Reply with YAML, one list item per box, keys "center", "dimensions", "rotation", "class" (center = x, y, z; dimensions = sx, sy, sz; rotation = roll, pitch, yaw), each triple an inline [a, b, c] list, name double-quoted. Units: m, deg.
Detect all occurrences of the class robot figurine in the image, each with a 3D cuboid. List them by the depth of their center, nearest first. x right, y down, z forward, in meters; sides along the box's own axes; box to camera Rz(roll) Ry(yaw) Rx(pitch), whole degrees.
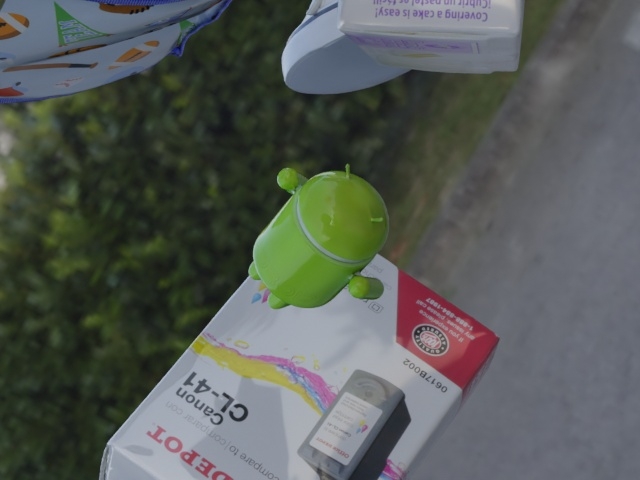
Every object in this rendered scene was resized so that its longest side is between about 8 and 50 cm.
- center: [0.000, 0.000, 0.996]
  dimensions: [0.067, 0.101, 0.115]
  rotation: [-18, -21, -43]
  class: "robot figurine"

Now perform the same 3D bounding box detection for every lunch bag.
- center: [-0.263, -0.249, 1.264]
  dimensions: [0.328, 0.386, 0.238]
  rotation: [155, 121, -68]
  class: "lunch bag"

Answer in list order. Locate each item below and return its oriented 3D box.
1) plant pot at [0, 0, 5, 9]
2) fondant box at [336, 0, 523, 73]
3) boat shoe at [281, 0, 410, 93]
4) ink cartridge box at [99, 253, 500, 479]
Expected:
- center: [-0.240, -0.097, 0.338]
  dimensions: [0.276, 0.276, 0.254]
  rotation: [-57, 0, 31]
  class: "plant pot"
- center: [0.075, -0.265, 0.831]
  dimensions: [0.238, 0.096, 0.330]
  rotation: [-17, -70, -83]
  class: "fondant box"
- center: [0.068, -0.277, 1.471]
  dimensions: [0.367, 0.136, 0.156]
  rotation: [-38, 53, 55]
  class: "boat shoe"
- center: [-0.016, 0.156, 1.361]
  dimensions: [0.306, 0.226, 0.131]
  rotation: [-50, -11, -31]
  class: "ink cartridge box"
